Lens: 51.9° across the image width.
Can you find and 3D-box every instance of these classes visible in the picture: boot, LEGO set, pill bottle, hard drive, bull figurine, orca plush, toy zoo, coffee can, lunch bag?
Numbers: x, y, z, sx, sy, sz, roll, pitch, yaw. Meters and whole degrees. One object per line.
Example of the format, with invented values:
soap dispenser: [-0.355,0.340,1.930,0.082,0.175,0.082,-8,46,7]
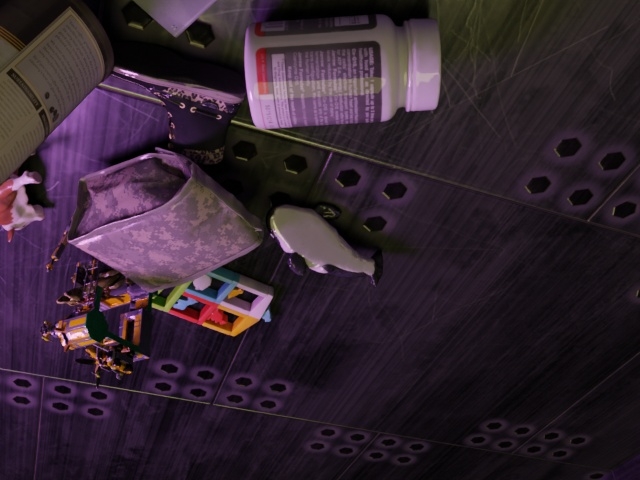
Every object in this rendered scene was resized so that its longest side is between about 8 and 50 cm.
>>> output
boot: [-0.254,-0.223,1.104,0.236,0.085,0.179,13,138,-12]
LEGO set: [-0.466,0.118,1.323,0.192,0.332,0.255,-16,155,18]
pill bottle: [0.034,-0.259,1.010,0.283,0.161,0.161,-3,137,3]
hard drive: [-0.206,-0.379,0.980,0.135,0.022,0.094,-31,129,28]
bull figurine: [-0.619,-0.125,1.193,0.188,0.101,0.310,-32,131,24]
orca plush: [0.000,0.000,1.369,0.287,0.102,0.151,12,92,-27]
toy zoo: [-0.242,0.135,1.523,0.293,0.030,0.192,25,131,-24]
coffee can: [-0.454,-0.220,0.919,0.201,0.275,0.202,21,148,14]
lunch bag: [-0.274,-0.043,1.219,0.286,0.169,0.235,-16,146,22]
